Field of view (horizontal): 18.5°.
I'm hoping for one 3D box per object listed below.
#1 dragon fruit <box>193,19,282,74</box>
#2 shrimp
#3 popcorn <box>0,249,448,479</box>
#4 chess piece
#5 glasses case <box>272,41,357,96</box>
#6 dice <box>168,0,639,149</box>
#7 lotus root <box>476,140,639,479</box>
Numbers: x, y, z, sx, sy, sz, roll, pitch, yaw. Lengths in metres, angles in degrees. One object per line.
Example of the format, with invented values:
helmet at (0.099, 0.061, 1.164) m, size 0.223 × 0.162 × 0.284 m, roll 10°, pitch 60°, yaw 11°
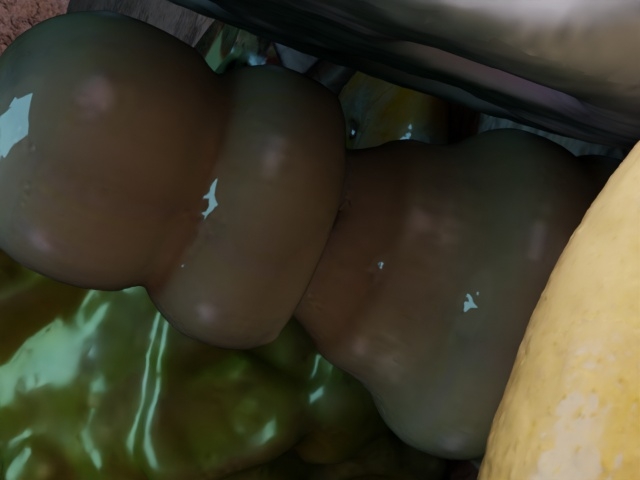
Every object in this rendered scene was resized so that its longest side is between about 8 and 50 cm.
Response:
dragon fruit at (-0.036, -0.084, 1.422) m, size 0.268 × 0.130 × 0.295 m, roll -63°, pitch 15°, yaw 4°
shrimp at (0.000, 0.000, 1.242) m, size 0.287 × 0.063 × 0.152 m, roll -58°, pitch 33°, yaw 26°
popcorn at (-0.075, 0.056, 1.071) m, size 0.312 × 0.312 × 0.312 m, roll -160°, pitch 90°, yaw -75°
chess piece at (-0.011, -0.003, 0.870) m, size 0.167 × 0.300 × 0.167 m, roll -161°, pitch 90°, yaw -76°
glasses case at (0.073, -0.219, 1.213) m, size 0.299 × 0.060 × 0.114 m, roll -46°, pitch 43°, yaw 36°
dice at (0.058, -0.234, 0.806) m, size 0.328 × 0.348 × 0.330 m, roll -149°, pitch 81°, yaw -84°
lotus root at (0.121, 0.066, 0.615) m, size 0.131 × 0.146 × 0.303 m, roll 7°, pitch 70°, yaw 41°
